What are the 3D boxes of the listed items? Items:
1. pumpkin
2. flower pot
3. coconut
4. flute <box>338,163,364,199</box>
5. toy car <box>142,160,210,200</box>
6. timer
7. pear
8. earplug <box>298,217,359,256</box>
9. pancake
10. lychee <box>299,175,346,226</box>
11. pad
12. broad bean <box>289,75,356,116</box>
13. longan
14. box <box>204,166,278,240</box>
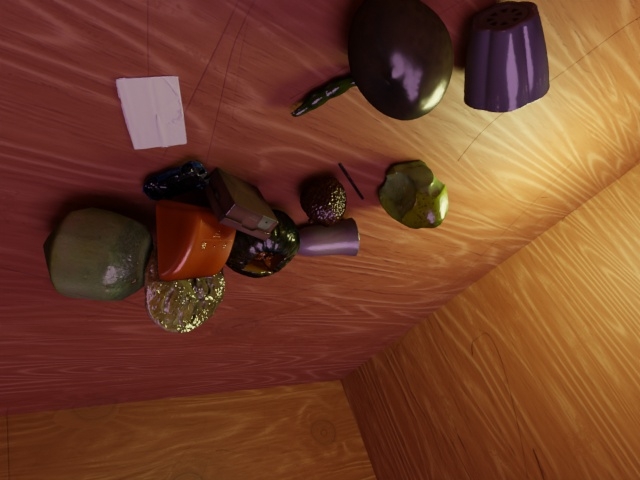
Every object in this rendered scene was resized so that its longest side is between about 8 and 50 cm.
[{"bbox_3d":[-0.237,0.015,1.625,0.320,0.192,0.321,-12,143,-10],"label":"pumpkin"},{"bbox_3d":[0.558,-0.569,1.263,0.264,0.265,0.243,-25,133,3],"label":"flower pot"},{"bbox_3d":[-0.705,0.044,1.308,0.328,0.282,0.329,5,145,4],"label":"coconut"},{"bbox_3d":[0.126,-0.232,1.661,0.014,0.014,0.269,-30,146,10],"label":"flute"},{"bbox_3d":[-0.461,-0.189,1.319,0.216,0.063,0.103,-17,149,6],"label":"toy car"},{"bbox_3d":[-0.411,0.007,1.373,0.161,0.250,0.257,12,-176,23],"label":"timer"},{"bbox_3d":[0.380,-0.150,1.692,0.176,0.282,0.287,-15,147,-27],"label":"pear"},{"bbox_3d":[0.000,0.000,1.798,0.300,0.173,0.172,-6,144,-14],"label":"earplug"},{"bbox_3d":[-0.472,0.133,1.447,0.082,0.387,0.387,2,156,24],"label":"pancake"},{"bbox_3d":[0.011,-0.143,1.571,0.194,0.195,0.195,-16,147,-11],"label":"lychee"},{"bbox_3d":[-0.460,-0.347,1.148,0.156,0.004,0.232,-11,145,-19],"label":"pad"},{"bbox_3d":[0.038,-0.456,1.262,0.297,0.043,0.060,-26,157,2],"label":"broad bean"},{"bbox_3d":[0.211,-0.489,1.120,0.288,0.289,0.350,-35,137,18],"label":"longan"},{"bbox_3d":[-0.268,-0.122,1.395,0.086,0.215,0.215,-47,141,17],"label":"box"}]
